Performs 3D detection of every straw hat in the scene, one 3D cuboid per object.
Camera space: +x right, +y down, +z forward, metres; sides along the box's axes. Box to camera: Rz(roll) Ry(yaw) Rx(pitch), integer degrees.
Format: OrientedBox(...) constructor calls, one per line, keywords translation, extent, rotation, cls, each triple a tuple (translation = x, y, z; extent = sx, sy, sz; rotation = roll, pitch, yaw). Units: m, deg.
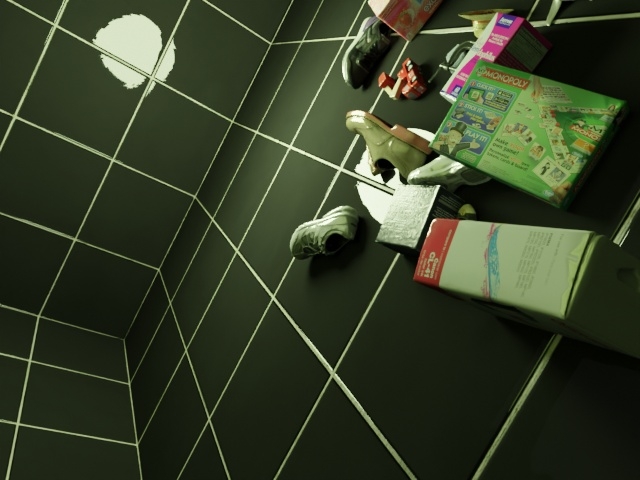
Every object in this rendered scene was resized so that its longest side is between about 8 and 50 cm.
OrientedBox(translation=(0.423, -0.556, 1.322), extent=(0.144, 0.144, 0.061), rotation=(-131, 31, -58), cls="straw hat")

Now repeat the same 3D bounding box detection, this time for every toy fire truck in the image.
OrientedBox(translation=(0.248, -0.479, 1.571), extent=(0.135, 0.047, 0.192), rotation=(-43, 37, 35), cls="toy fire truck")

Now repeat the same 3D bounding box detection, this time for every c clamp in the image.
OrientedBox(translation=(0.380, -0.462, 1.354), extent=(0.161, 0.022, 0.137), rotation=(35, 93, 50), cls="c clamp")

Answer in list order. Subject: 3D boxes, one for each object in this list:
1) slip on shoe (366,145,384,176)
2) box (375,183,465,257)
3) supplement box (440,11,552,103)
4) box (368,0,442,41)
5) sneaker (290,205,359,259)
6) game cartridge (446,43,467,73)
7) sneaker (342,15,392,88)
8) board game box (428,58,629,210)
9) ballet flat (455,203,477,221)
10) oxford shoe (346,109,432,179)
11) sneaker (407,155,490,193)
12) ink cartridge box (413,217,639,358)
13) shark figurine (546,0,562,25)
OrientedBox(translation=(0.158, -0.243, 1.542), extent=(0.041, 0.051, 0.135), rotation=(-42, 44, 25), cls="slip on shoe")
OrientedBox(translation=(0.234, -0.044, 1.221), extent=(0.156, 0.093, 0.158), rotation=(14, 80, 60), cls="box")
OrientedBox(translation=(0.403, -0.394, 1.191), extent=(0.220, 0.114, 0.111), rotation=(-54, 31, 15), cls="supplement box")
OrientedBox(translation=(0.309, -0.811, 1.613), extent=(0.300, 0.154, 0.142), rotation=(-47, 34, 28), cls="box")
OrientedBox(translation=(0.000, 0.000, 1.557), extent=(0.281, 0.105, 0.115), rotation=(-34, 41, 42), cls="sneaker")
OrientedBox(translation=(0.376, -0.500, 1.412), extent=(0.056, 0.017, 0.083), rotation=(-43, 36, 40), cls="game cartridge")
OrientedBox(translation=(0.172, -0.665, 1.784), extent=(0.124, 0.107, 0.283), rotation=(10, 77, 54), cls="sneaker")
OrientedBox(translation=(0.398, -0.221, 1.027), extent=(0.317, 0.046, 0.213), rotation=(37, 101, 39), cls="board game box")
OrientedBox(translation=(0.302, -0.002, 1.124), extent=(0.057, 0.049, 0.173), rotation=(-1, 68, 57), cls="ballet flat")
OrientedBox(translation=(0.163, -0.275, 1.449), extent=(0.348, 0.123, 0.130), rotation=(41, 108, 51), cls="oxford shoe")
OrientedBox(translation=(0.312, -0.178, 1.220), extent=(0.232, 0.090, 0.115), rotation=(-10, 53, 45), cls="sneaker")
OrientedBox(translation=(0.340, 0.066, 0.832), extent=(0.306, 0.226, 0.131), rotation=(14, 82, 61), cls="ink cartridge box")
OrientedBox(translation=(0.547, -0.566, 1.087), extent=(0.166, 0.116, 0.278), rotation=(-65, 27, 3), cls="shark figurine")
